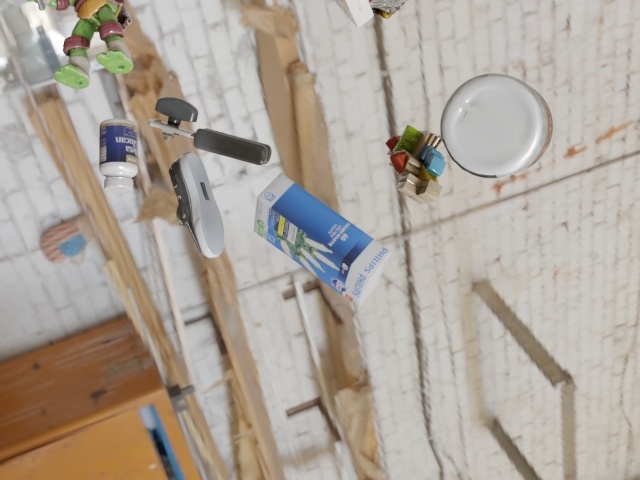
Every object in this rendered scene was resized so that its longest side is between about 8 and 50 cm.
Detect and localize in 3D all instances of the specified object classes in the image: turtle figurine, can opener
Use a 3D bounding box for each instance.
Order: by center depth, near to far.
[{"bbox_3d":[-0.422,-0.425,1.511,0.275,0.197,0.266,119,-35,-62],"label":"turtle figurine"},{"bbox_3d":[-0.239,-0.231,1.849,0.074,0.280,0.093,-39,149,-74],"label":"can opener"}]

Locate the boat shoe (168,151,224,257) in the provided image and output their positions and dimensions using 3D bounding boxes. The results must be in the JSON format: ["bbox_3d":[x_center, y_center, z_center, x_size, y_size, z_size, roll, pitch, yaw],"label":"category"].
[{"bbox_3d":[-0.259,-0.065,1.740,0.080,0.076,0.229,5,64,-60],"label":"boat shoe"}]

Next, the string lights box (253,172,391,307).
[{"bbox_3d":[0.000,0.000,1.625,0.259,0.077,0.133,36,-27,13],"label":"string lights box"}]

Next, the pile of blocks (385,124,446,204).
[{"bbox_3d":[0.243,-0.226,2.269,0.112,0.149,0.362,30,21,-19],"label":"pile of blocks"}]

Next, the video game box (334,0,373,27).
[{"bbox_3d":[0.016,-0.498,1.596,0.187,0.048,0.205,49,6,8],"label":"video game box"}]

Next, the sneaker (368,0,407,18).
[{"bbox_3d":[0.171,-0.575,2.055,0.088,0.225,0.093,-122,-159,-86],"label":"sneaker"}]

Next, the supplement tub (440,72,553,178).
[{"bbox_3d":[0.379,-0.238,1.813,0.207,0.207,0.338,70,19,-1],"label":"supplement tub"}]

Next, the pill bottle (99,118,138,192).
[{"bbox_3d":[-0.496,-0.206,2.119,0.094,0.094,0.169,126,-37,-77],"label":"pill bottle"}]
